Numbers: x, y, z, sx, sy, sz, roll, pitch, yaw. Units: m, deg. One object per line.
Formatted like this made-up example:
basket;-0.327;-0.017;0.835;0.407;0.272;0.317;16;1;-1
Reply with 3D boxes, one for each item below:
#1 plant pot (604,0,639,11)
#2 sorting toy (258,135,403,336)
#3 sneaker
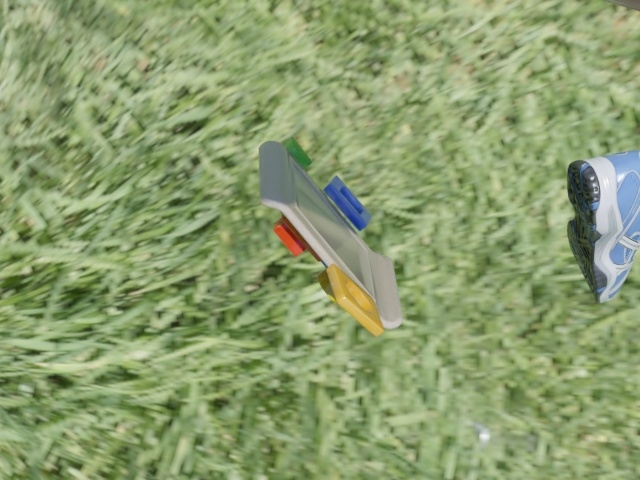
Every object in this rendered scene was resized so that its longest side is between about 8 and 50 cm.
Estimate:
plant pot;0.184;-0.203;1.001;0.180;0.201;0.201;25;81;-27
sorting toy;0.000;0.000;1.924;0.047;0.347;0.196;-40;108;13
sneaker;0.279;-0.010;1.745;0.081;0.211;0.080;-20;61;-6
